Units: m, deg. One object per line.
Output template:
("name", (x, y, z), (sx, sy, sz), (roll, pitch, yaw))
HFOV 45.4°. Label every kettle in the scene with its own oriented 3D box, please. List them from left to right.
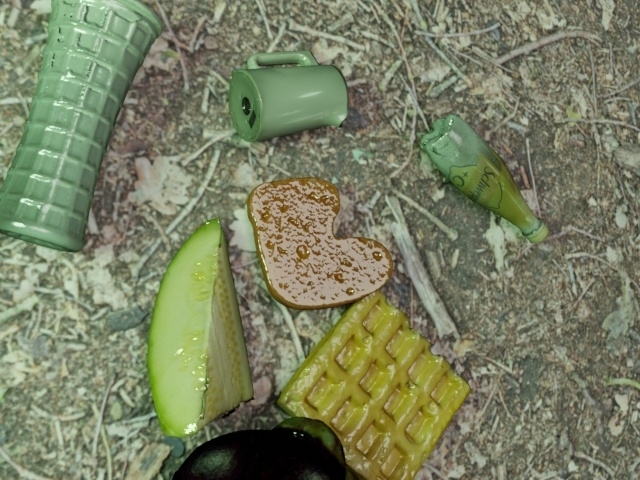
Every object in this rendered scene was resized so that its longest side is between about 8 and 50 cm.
("kettle", (-0.049, -0.202, 1.074), (0.148, 0.127, 0.098), (-15, 124, -30))

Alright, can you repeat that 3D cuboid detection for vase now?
("vase", (-0.297, -0.142, 0.908), (0.143, 0.143, 0.298), (19, 79, -25))

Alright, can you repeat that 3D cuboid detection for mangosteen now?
("mangosteen", (-0.063, 0.348, 0.931), (0.233, 0.287, 0.287), (-10, 89, 7))

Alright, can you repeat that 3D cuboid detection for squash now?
("squash", (-0.171, 0.100, 0.961), (0.169, 0.093, 0.252), (-12, 92, -72))

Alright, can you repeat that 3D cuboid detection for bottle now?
("bottle", (0.273, -0.090, 1.224), (0.270, 0.083, 0.083), (40, 69, -20))

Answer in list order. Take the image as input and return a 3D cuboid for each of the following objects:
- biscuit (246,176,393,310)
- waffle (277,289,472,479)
("biscuit", (0.000, 0.000, 1.079), (0.186, 0.036, 0.192), (-13, 84, -15))
("waffle", (0.083, 0.223, 1.111), (0.248, 0.055, 0.221), (47, 67, -16))
